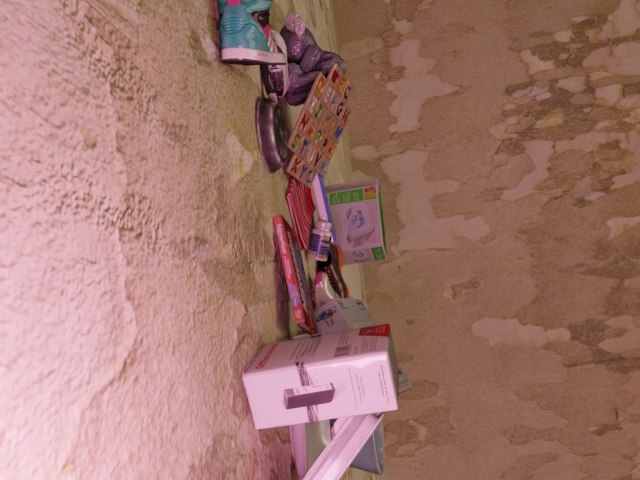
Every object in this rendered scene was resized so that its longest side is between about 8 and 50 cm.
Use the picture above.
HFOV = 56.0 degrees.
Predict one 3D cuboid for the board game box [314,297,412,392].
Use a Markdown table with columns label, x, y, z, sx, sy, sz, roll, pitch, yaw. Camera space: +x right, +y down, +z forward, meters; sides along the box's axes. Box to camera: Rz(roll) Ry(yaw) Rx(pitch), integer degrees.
| label | x | y | z | sx | sy | sz | roll | pitch | yaw |
| --- | --- | --- | --- | --- | --- | --- | --- | --- | --- |
| board game box | 0.118 | 0.316 | 1.712 | 0.303 | 0.097 | 0.224 | 59 | 18 | 19 |

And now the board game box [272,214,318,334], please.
| label | x | y | z | sx | sy | sz | roll | pitch | yaw |
| --- | --- | --- | --- | --- | --- | --- | --- | --- | --- |
| board game box | -0.062 | 0.087 | 1.512 | 0.145 | 0.027 | 0.282 | 53 | 22 | -67 |

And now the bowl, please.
| label | x | y | z | sx | sy | sz | roll | pitch | yaw |
| --- | --- | --- | --- | --- | --- | --- | --- | --- | --- |
| bowl | 0.097 | 0.557 | 1.844 | 0.311 | 0.163 | 0.312 | -7 | 90 | -80 |

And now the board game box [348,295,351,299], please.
| label | x | y | z | sx | sy | sz | roll | pitch | yaw |
| --- | --- | --- | --- | --- | --- | --- | --- | --- | --- |
| board game box | 0.107 | 0.471 | 2.279 | 0.390 | 0.050 | 0.390 | -78 | 161 | -64 |

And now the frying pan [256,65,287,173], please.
| label | x | y | z | sx | sy | sz | roll | pitch | yaw |
| --- | --- | --- | --- | --- | --- | --- | --- | --- | --- |
| frying pan | -0.121 | -0.323 | 1.573 | 0.197 | 0.053 | 0.326 | 71 | 18 | -54 |

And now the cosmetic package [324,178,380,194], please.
| label | x | y | z | sx | sy | sz | roll | pitch | yaw |
| --- | --- | --- | --- | --- | --- | --- | --- | --- | --- |
| cosmetic package | 0.137 | -0.113 | 2.421 | 0.138 | 0.223 | 0.225 | 47 | 37 | -75 |

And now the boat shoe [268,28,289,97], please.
| label | x | y | z | sx | sy | sz | roll | pitch | yaw |
| --- | --- | --- | --- | --- | --- | --- | --- | --- | --- |
| boat shoe | -0.124 | -0.476 | 1.635 | 0.063 | 0.066 | 0.184 | -89 | 177 | -47 |

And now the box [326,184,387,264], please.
| label | x | y | z | sx | sy | sz | roll | pitch | yaw |
| --- | --- | --- | --- | --- | --- | --- | --- | --- | --- |
| box | 0.119 | -0.052 | 2.244 | 0.127 | 0.231 | 0.262 | 65 | 20 | -60 |

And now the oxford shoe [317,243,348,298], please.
| label | x | y | z | sx | sy | sz | roll | pitch | yaw |
| --- | --- | --- | --- | --- | --- | --- | --- | --- | --- |
| oxford shoe | 0.028 | 0.135 | 2.048 | 0.098 | 0.096 | 0.272 | 28 | 48 | -55 |

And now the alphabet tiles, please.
| label | x | y | z | sx | sy | sz | roll | pitch | yaw |
| --- | --- | --- | --- | --- | --- | --- | --- | --- | --- |
| alphabet tiles | 0.003 | -0.333 | 1.775 | 0.343 | 0.011 | 0.285 | -67 | 157 | -3 |

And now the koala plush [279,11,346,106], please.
| label | x | y | z | sx | sy | sz | roll | pitch | yaw |
| --- | --- | --- | --- | --- | --- | --- | --- | --- | --- |
| koala plush | -0.051 | -0.557 | 1.805 | 0.221 | 0.203 | 0.196 | 64 | -3 | 6 |

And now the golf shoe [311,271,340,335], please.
| label | x | y | z | sx | sy | sz | roll | pitch | yaw |
| --- | --- | --- | --- | --- | --- | --- | --- | --- | --- |
| golf shoe | 0.055 | 0.233 | 1.925 | 0.115 | 0.140 | 0.306 | -74 | 154 | -64 |

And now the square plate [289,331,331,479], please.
| label | x | y | z | sx | sy | sz | roll | pitch | yaw |
| --- | --- | --- | --- | --- | --- | --- | --- | --- | --- |
| square plate | -0.032 | 0.406 | 1.525 | 0.344 | 0.049 | 0.348 | 24 | 59 | -79 |

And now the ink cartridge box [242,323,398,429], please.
| label | x | y | z | sx | sy | sz | roll | pitch | yaw |
| --- | --- | --- | --- | --- | --- | --- | --- | --- | --- |
| ink cartridge box | 0.008 | 0.259 | 1.169 | 0.197 | 0.272 | 0.114 | -44 | 123 | -79 |

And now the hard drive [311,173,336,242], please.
| label | x | y | z | sx | sy | sz | roll | pitch | yaw |
| --- | --- | --- | --- | --- | --- | --- | --- | --- | --- |
| hard drive | -0.002 | -0.153 | 2.007 | 0.210 | 0.040 | 0.319 | -92 | 169 | -87 |

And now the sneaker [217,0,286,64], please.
| label | x | y | z | sx | sy | sz | roll | pitch | yaw |
| --- | --- | --- | --- | --- | --- | --- | --- | --- | --- |
| sneaker | -0.147 | -0.474 | 1.309 | 0.295 | 0.123 | 0.179 | -59 | 151 | -74 |

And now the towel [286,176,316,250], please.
| label | x | y | z | sx | sy | sz | roll | pitch | yaw |
| --- | --- | --- | --- | --- | --- | --- | --- | --- | --- |
| towel | -0.057 | -0.117 | 1.844 | 0.275 | 0.031 | 0.199 | -81 | 160 | -60 |

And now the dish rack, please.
| label | x | y | z | sx | sy | sz | roll | pitch | yaw |
| --- | --- | --- | --- | --- | --- | --- | --- | --- | --- |
| dish rack | 0.011 | 0.449 | 1.203 | 0.285 | 0.072 | 0.333 | -49 | 168 | -16 |

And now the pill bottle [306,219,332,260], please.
| label | x | y | z | sx | sy | sz | roll | pitch | yaw |
| --- | --- | --- | --- | --- | --- | --- | --- | --- | --- |
| pill bottle | 0.000 | 0.000 | 1.877 | 0.067 | 0.067 | 0.120 | -27 | 129 | -80 |
